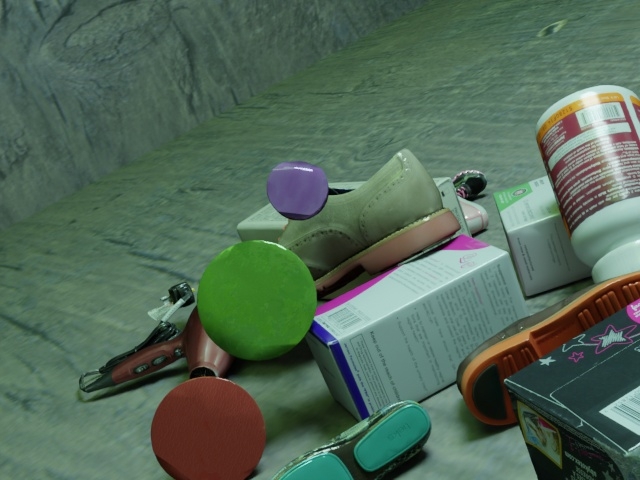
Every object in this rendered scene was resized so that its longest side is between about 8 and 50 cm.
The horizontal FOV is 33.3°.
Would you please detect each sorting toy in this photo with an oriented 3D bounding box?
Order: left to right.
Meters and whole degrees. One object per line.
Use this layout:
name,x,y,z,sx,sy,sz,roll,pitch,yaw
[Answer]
sorting toy,-0.073,0.090,1.183,0.127,0.365,0.126,19,-3,4

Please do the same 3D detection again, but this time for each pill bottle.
pill bottle,0.315,-0.045,1.141,0.121,0.121,0.221,-18,61,12

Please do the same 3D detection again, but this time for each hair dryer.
hair dryer,-0.192,0.155,1.445,0.223,0.080,0.293,-48,21,-20

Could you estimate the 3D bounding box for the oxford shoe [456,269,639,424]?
oxford shoe,0.256,0.086,1.058,0.271,0.097,0.098,-22,13,0

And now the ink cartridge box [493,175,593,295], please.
ink cartridge box,0.329,-0.030,1.296,0.212,0.093,0.154,-17,19,10

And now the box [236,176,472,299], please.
box,0.043,-0.002,1.488,0.148,0.121,0.311,-35,23,-34

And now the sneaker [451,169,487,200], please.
sneaker,0.198,-0.065,1.623,0.119,0.047,0.057,-24,24,19

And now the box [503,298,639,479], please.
box,0.299,0.129,0.813,0.247,0.142,0.163,-28,21,-14

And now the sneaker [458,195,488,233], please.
sneaker,0.174,-0.033,1.536,0.070,0.051,0.134,-24,22,-22

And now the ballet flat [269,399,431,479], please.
ballet flat,0.023,0.217,1.025,0.188,0.070,0.070,-26,19,-17

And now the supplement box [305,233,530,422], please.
supplement box,0.105,0.094,1.172,0.220,0.114,0.111,-27,18,-11

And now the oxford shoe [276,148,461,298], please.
oxford shoe,0.000,0.000,1.308,0.348,0.130,0.123,-25,-2,27
